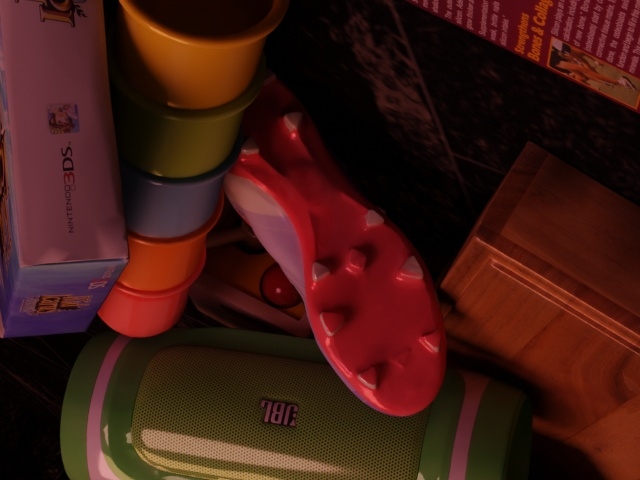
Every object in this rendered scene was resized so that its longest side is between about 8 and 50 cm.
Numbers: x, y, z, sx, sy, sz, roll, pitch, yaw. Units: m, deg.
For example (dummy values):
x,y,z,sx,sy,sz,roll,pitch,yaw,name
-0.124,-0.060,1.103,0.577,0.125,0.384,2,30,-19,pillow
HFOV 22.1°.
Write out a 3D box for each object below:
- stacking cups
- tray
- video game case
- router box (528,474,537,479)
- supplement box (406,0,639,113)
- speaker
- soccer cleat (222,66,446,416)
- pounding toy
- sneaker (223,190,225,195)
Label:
x,y,z,sx,sy,sz,roll,pitch,yaw,name
-0.097,-0.052,0.969,0.096,0.096,0.316,31,144,5,stacking cups
0.164,0.081,1.087,0.203,0.076,0.411,31,163,3,tray
-0.165,-0.081,0.952,0.061,0.244,0.269,-6,170,-14,video game case
0.128,0.211,1.308,0.301,0.082,0.335,31,179,40,router box
0.101,-0.119,0.613,0.188,0.080,0.104,28,163,12,supplement box
-0.015,0.132,1.086,0.297,0.131,0.131,7,156,16,speaker
0.000,0.000,1.028,0.248,0.083,0.095,57,169,8,soccer cleat
-0.043,0.010,1.154,0.141,0.130,0.100,26,162,20,pounding toy
-0.081,-0.010,1.280,0.212,0.080,0.094,29,175,6,sneaker
